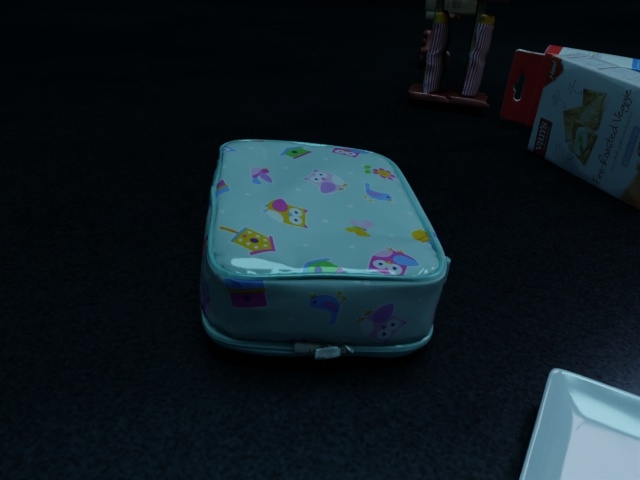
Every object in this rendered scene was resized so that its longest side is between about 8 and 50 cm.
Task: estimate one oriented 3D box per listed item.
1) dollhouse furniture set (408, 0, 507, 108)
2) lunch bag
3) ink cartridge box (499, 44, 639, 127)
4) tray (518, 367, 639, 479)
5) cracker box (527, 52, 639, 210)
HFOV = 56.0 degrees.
[{"bbox_3d":[0.281,-0.412,1.233,0.152,0.201,0.374,10,25,9],"label":"dollhouse furniture set"},{"bbox_3d":[0.000,0.000,0.592,0.224,0.107,0.279,5,33,-10],"label":"lunch bag"},{"bbox_3d":[0.446,-0.256,1.046,0.231,0.134,0.078,18,35,20],"label":"ink cartridge box"},{"bbox_3d":[0.192,0.193,0.376,0.145,0.030,0.270,19,34,21],"label":"tray"},{"bbox_3d":[0.418,-0.163,0.870,0.067,0.155,0.232,-11,34,-23],"label":"cracker box"}]
